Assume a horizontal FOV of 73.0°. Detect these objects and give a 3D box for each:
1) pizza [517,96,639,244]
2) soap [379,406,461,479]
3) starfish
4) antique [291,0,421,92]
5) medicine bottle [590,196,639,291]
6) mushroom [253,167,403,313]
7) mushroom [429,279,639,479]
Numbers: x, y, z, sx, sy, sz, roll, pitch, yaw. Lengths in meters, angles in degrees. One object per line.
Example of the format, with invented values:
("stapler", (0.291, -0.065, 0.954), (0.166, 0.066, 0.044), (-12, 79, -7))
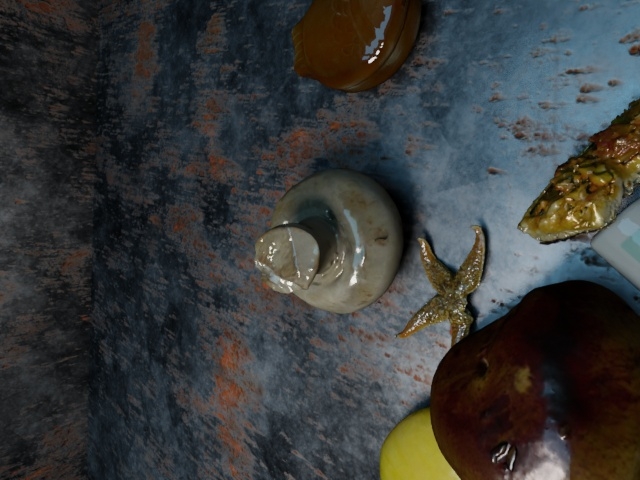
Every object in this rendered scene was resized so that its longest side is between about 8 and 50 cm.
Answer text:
("pizza", (0.391, -0.110, 0.578), (0.086, 0.161, 0.305), (41, 117, -5))
("soap", (0.276, 0.499, 0.746), (0.427, 0.115, 0.306), (52, 127, 27))
("starfish", (0.229, 0.086, 0.809), (0.138, 0.050, 0.247), (16, 96, 41))
("antique", (0.070, -0.409, 0.859), (0.278, 0.129, 0.223), (-11, 86, 42))
("medicine bottle", (0.506, 0.092, 0.516), (0.351, 0.110, 0.110), (52, 124, 26))
("mushroom", (0.000, 0.000, 0.840), (0.298, 0.290, 0.297), (3, 95, 41))
("mushroom", (0.325, 0.234, 0.602), (0.345, 0.260, 0.345), (-59, 12, 21))
